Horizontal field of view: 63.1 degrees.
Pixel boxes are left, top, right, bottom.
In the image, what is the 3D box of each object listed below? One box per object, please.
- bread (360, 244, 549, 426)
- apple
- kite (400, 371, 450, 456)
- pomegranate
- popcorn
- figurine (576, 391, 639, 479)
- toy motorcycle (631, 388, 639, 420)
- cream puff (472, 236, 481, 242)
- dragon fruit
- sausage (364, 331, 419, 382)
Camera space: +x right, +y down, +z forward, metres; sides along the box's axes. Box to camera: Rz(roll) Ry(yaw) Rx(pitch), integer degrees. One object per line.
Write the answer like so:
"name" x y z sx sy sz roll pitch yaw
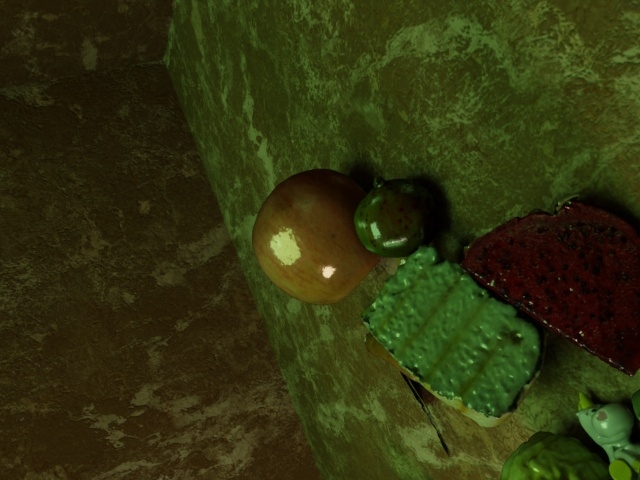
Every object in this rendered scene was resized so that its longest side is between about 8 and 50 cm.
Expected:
"bread" 0.300 0.222 1.077 0.395 0.239 0.264 39 175 47
"apple" 0.000 0.000 1.429 0.364 0.363 0.364 45 146 43
"kite" 0.304 0.493 1.514 0.286 0.015 0.152 62 -175 11
"pomegranate" 0.172 -0.022 1.210 0.198 0.198 0.246 19 101 60
"popcorn" 0.464 0.518 0.994 0.237 0.292 0.293 13 120 54
"figurine" 0.521 0.351 0.931 0.178 0.109 0.130 59 176 29
"toy motorcycle" 0.532 0.372 0.734 0.236 0.168 0.411 23 100 49
"cream puff" 0.352 0.034 1.004 0.133 0.119 0.104 33 116 36
"dragon fruit" 0.408 0.044 0.863 0.316 0.205 0.152 35 -174 10
"sausage" 0.229 0.319 1.492 0.270 0.108 0.109 20 126 60
